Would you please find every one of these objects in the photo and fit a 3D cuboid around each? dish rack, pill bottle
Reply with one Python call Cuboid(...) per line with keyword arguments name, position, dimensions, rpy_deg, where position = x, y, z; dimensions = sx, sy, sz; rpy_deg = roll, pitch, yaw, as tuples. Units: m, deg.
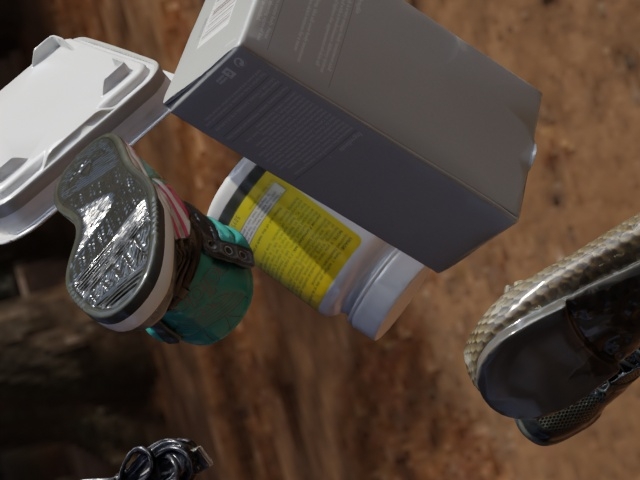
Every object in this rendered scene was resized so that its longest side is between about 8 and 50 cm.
Cuboid(name="dish rack", position=(-0.320, -0.134, 2.137), dimensions=(0.072, 0.285, 0.333), rpy_deg=(56, 165, -27))
Cuboid(name="pill bottle", position=(0.000, 0.000, 1.863), dimensions=(0.208, 0.119, 0.119), rpy_deg=(37, 164, 9))

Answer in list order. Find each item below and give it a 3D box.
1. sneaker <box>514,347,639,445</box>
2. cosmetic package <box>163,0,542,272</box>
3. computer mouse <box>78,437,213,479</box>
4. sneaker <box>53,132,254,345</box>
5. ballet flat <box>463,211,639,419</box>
Cuboid(name="sneaker", position=(0.273, 0.096, 1.713), dimensions=(0.087, 0.227, 0.130), rpy_deg=(52, 165, 6))
Cuboid(name="cosmetic package", position=(0.029, -0.095, 1.284), dimensions=(0.107, 0.238, 0.127), rpy_deg=(-33, 30, 45))
Cuboid(name="computer mouse", position=(-0.142, 0.334, 1.752), dimensions=(0.072, 0.188, 0.272), rpy_deg=(9, -122, -53))
Cuboid(name="sneaker", position=(-0.132, 0.033, 1.605), dimensions=(0.178, 0.124, 0.295), rpy_deg=(43, -170, -26))
Cuboid(name="ballet flat", position=(0.177, 0.002, 0.859), dimensions=(0.084, 0.250, 0.058), rpy_deg=(52, -165, -28))
